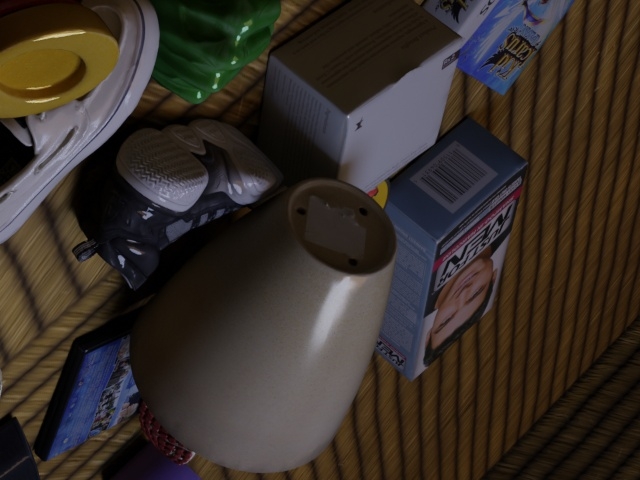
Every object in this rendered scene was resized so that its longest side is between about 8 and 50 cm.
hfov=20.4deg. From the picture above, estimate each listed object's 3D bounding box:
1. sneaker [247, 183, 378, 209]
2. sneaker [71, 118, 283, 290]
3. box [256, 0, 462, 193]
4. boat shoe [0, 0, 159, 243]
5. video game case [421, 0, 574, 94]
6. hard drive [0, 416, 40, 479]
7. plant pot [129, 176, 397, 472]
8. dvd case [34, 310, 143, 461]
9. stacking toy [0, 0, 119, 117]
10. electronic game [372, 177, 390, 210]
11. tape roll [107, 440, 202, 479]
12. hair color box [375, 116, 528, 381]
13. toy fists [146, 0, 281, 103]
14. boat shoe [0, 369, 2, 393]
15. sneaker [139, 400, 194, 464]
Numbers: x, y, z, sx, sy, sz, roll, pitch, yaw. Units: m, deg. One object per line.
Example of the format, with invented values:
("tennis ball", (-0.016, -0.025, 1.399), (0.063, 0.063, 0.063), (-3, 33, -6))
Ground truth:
("sneaker", (-0.013, -0.076, 2.011), (0.161, 0.057, 0.075), (-10, 108, -18))
("sneaker", (-0.149, -0.036, 1.774), (0.153, 0.101, 0.268), (-49, 163, 21))
("box", (0.039, -0.150, 1.912), (0.181, 0.119, 0.182), (-36, 155, -30))
("boat shoe", (-0.240, -0.104, 1.478), (0.267, 0.096, 0.088), (-45, 165, 12))
("video game case", (0.236, -0.306, 2.127), (0.244, 0.061, 0.269), (-52, 159, 9))
("hard drive", (-0.378, 0.315, 1.958), (0.172, 0.054, 0.254), (-37, 156, -30))
("plant pot", (-0.035, 0.067, 1.875), (0.256, 0.256, 0.274), (-29, 162, -43))
("dvd case", (-0.211, 0.143, 2.047), (0.253, 0.022, 0.180), (-25, 147, -48))
("stacking toy", (-0.328, -0.156, 1.255), (0.280, 0.130, 0.309), (-27, 161, 15))
("electronic game", (0.000, 0.000, 2.176), (0.229, 0.048, 0.229), (-40, 161, -17))
("tape roll", (-0.177, 0.345, 2.226), (0.080, 0.189, 0.189), (-44, 159, -17))
("hair color box", (0.164, 0.019, 2.464), (0.185, 0.113, 0.374), (-40, 158, -24))
("toy fists", (-0.077, -0.244, 1.485), (0.096, 0.142, 0.279), (-17, 143, -55))
("boat shoe", (-0.350, 0.182, 1.803), (0.043, 0.049, 0.137), (-31, 148, -44))
("sneaker", (-0.143, 0.174, 2.084), (0.093, 0.088, 0.225), (-29, 151, -46))
